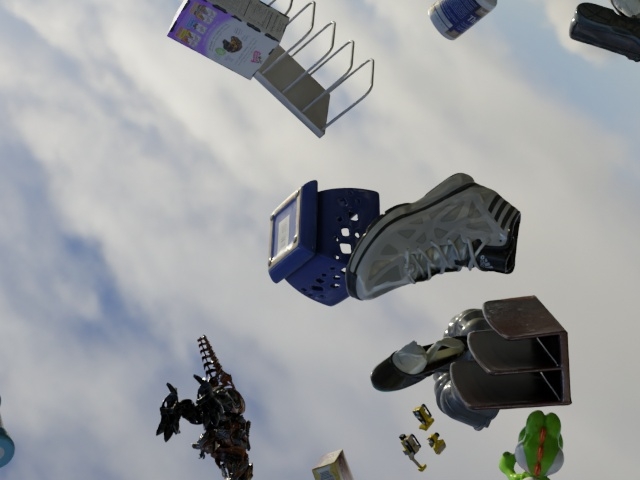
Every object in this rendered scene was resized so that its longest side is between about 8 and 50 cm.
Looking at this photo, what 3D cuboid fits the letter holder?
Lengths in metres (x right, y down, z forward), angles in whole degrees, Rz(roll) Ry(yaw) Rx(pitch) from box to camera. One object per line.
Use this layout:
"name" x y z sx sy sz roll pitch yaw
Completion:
"letter holder" 0.374 0.228 2.168 0.214 0.152 0.302 -5 -170 1

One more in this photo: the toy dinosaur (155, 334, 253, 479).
"toy dinosaur" -0.233 0.373 2.265 0.218 0.164 0.322 21 -150 -57

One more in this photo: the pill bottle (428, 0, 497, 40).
"pill bottle" 0.231 -0.371 1.630 0.067 0.120 0.067 32 -141 -30

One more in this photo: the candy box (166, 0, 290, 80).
"candy box" -0.184 -0.424 2.084 0.196 0.165 0.070 27 -120 -16

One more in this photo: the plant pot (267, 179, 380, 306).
"plant pot" 0.000 0.000 2.567 0.212 0.236 0.236 16 -120 -26

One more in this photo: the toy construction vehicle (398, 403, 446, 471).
"toy construction vehicle" 0.184 0.366 1.945 0.086 0.035 0.098 -45 -71 -35

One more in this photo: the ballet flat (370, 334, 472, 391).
"ballet flat" 0.238 0.269 2.433 0.280 0.096 0.095 -13 -133 -33

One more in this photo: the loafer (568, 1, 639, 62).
"loafer" 0.686 -0.448 2.350 0.267 0.084 0.096 24 -129 7

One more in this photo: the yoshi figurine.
"yoshi figurine" 0.534 0.597 2.599 0.203 0.362 0.203 11 179 -24

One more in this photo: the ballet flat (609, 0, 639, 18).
"ballet flat" 0.780 -0.558 2.554 0.316 0.107 0.106 44 -152 -27

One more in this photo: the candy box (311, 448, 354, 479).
"candy box" 0.045 0.511 2.036 0.109 0.053 0.187 -11 -100 -79

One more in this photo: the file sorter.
"file sorter" -0.031 -0.416 2.381 0.277 0.173 0.193 41 -151 -22

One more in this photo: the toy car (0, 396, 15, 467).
"toy car" -0.687 0.302 1.834 0.237 0.210 0.219 -19 -146 -22

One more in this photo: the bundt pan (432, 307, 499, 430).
"bundt pan" 0.387 0.327 2.756 0.124 0.331 0.331 12 -157 -10

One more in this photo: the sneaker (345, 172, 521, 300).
"sneaker" 0.279 0.018 2.361 0.447 0.169 0.257 -36 -136 -26
